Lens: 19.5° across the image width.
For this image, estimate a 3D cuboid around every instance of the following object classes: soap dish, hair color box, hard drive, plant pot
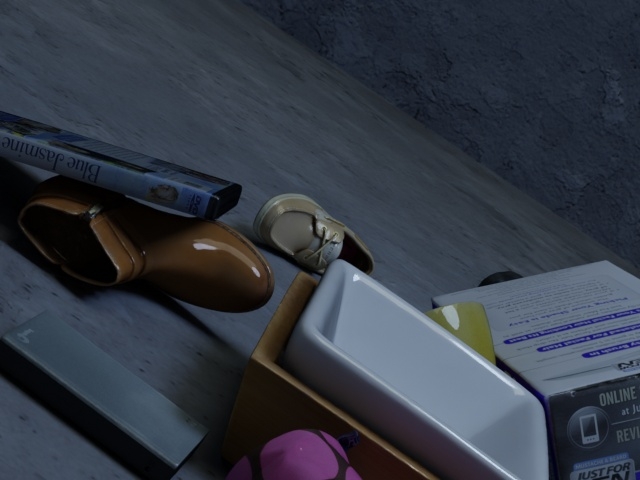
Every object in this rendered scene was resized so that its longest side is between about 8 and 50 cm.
[{"bbox_3d":[0.048,0.133,1.341,0.229,0.118,0.291,35,12,-1],"label":"soap dish"},{"bbox_3d":[0.233,0.116,1.629,0.185,0.110,0.339,-12,12,-10],"label":"hair color box"},{"bbox_3d":[-0.139,0.098,1.182,0.135,0.022,0.094,36,12,2],"label":"hard drive"},{"bbox_3d":[0.092,0.123,1.534,0.134,0.134,0.095,14,49,-61],"label":"plant pot"}]

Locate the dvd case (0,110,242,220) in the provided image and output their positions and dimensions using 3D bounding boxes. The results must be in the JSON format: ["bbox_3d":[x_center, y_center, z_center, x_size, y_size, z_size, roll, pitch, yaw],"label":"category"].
[{"bbox_3d":[-0.190,-0.066,1.456,0.253,0.022,0.180,17,5,2],"label":"dvd case"}]

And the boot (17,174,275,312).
[{"bbox_3d":[-0.135,0.013,1.421,0.197,0.073,0.152,24,10,2],"label":"boot"}]

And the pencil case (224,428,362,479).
[{"bbox_3d":[0.026,0.200,1.099,0.098,0.095,0.209,53,-1,-43],"label":"pencil case"}]

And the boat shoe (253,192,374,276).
[{"bbox_3d":[0.000,0.000,1.865,0.059,0.063,0.170,37,9,36],"label":"boat shoe"}]

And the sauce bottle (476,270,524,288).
[{"bbox_3d":[0.238,0.132,1.918,0.111,0.111,0.344,31,11,-24],"label":"sauce bottle"}]
